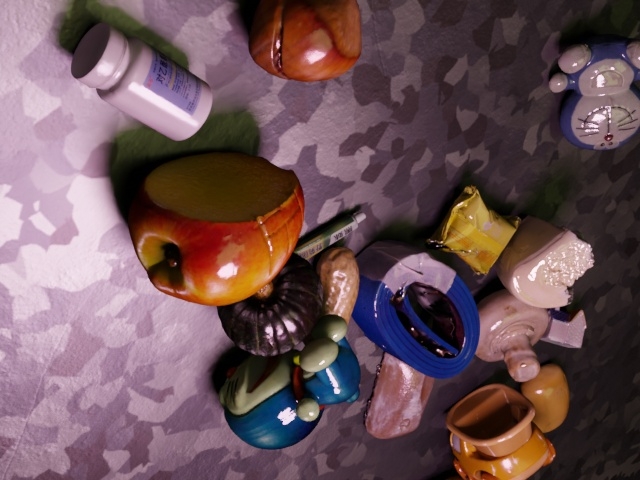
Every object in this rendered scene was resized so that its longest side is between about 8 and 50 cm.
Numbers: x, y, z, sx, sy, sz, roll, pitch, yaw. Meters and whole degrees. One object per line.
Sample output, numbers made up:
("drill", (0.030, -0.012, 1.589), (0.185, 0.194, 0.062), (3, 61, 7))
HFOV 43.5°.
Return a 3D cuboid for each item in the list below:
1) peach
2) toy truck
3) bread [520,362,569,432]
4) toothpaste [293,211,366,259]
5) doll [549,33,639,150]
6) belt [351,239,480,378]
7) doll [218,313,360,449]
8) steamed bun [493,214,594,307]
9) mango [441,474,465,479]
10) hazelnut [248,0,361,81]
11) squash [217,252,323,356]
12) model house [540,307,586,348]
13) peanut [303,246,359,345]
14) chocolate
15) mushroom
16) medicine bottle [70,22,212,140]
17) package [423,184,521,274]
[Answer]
("peach", (-0.157, -0.026, 1.274), (0.275, 0.248, 0.245), (-33, 167, -33))
("toy truck", (0.442, 0.498, 2.000), (0.204, 0.288, 0.211), (-31, 106, -16))
("bread", (0.623, 0.442, 2.203), (0.147, 0.098, 0.217), (-31, 129, -13))
("toothpaste", (0.000, 0.000, 1.527), (0.204, 0.031, 0.049), (-31, 127, -14))
("doll", (0.598, -0.308, 1.702), (0.228, 0.154, 0.258), (-7, 118, 5))
("belt", (0.201, 0.147, 1.669), (0.212, 0.117, 0.347), (-50, 125, -9))
("doll", (-0.058, 0.282, 1.503), (0.322, 0.198, 0.186), (-27, 107, 33))
("steamed bun", (0.500, 0.047, 1.791), (0.170, 0.225, 0.200), (41, 103, -16))
("mango", (0.379, 0.747, 2.130), (0.378, 0.221, 0.263), (0, 113, -48))
("hazelnut", (-0.027, -0.327, 1.231), (0.182, 0.182, 0.182), (-18, 125, -27))
("squash", (-0.088, 0.108, 1.423), (0.193, 0.193, 0.155), (-19, 154, -26))
("model house", (0.627, 0.221, 2.091), (0.101, 0.088, 0.100), (15, 82, -9))
("peanut", (0.016, 0.117, 1.563), (0.108, 0.095, 0.225), (3, 113, -38))
("chocolate", (0.198, 0.357, 1.849), (0.161, 0.083, 0.261), (-7, 119, -35))
("mushroom", (0.442, 0.208, 1.863), (0.207, 0.209, 0.206), (-4, 106, -14))
("medicine bottle", (-0.255, -0.227, 1.155), (0.187, 0.103, 0.102), (30, 97, -43))
("package", (0.330, -0.016, 1.719), (0.226, 0.090, 0.168), (29, 100, -40))
